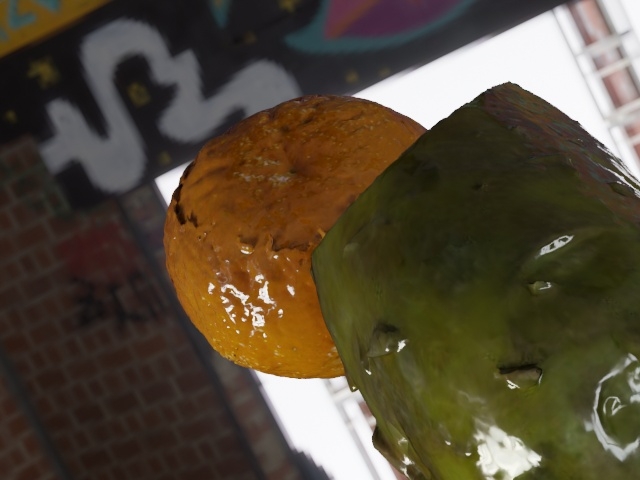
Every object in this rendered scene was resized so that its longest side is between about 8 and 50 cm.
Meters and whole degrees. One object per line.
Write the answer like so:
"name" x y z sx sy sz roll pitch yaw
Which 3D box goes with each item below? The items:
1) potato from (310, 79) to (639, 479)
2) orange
"potato" 0.079 0.025 0.693 0.141 0.176 0.298 -43 -160 9
"orange" 0.000 0.000 1.069 0.193 0.161 0.193 -13 -141 11
